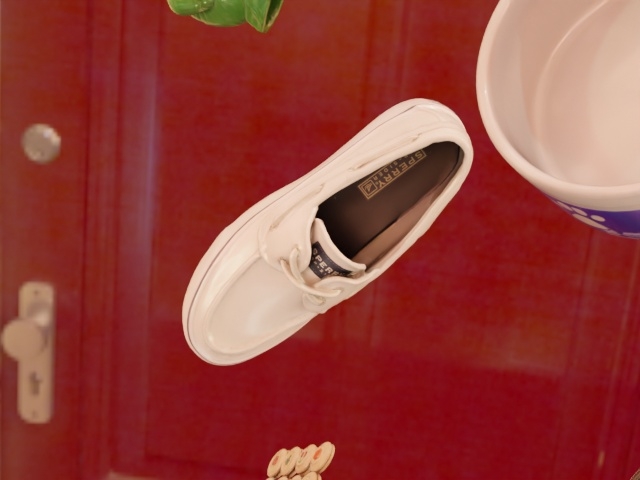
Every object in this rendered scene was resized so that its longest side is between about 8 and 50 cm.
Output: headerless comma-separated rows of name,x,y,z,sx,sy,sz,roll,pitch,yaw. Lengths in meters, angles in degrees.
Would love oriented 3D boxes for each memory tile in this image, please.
memory tile,-0.039,0.275,1.347,0.012,0.113,0.148,34,-26,-16

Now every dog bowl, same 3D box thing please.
dog bowl,0.266,-0.138,0.985,0.265,0.264,0.104,23,-6,40

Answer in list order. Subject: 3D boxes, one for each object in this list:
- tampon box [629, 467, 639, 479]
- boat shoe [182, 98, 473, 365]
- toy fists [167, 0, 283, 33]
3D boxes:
tampon box,0.343,0.222,1.068,0.120,0.101,0.161,42,39,16
boat shoe,0.000,0.000,0.864,0.095,0.258,0.084,41,10,-17
toy fists,-0.086,-0.332,1.184,0.142,0.279,0.096,24,39,5
